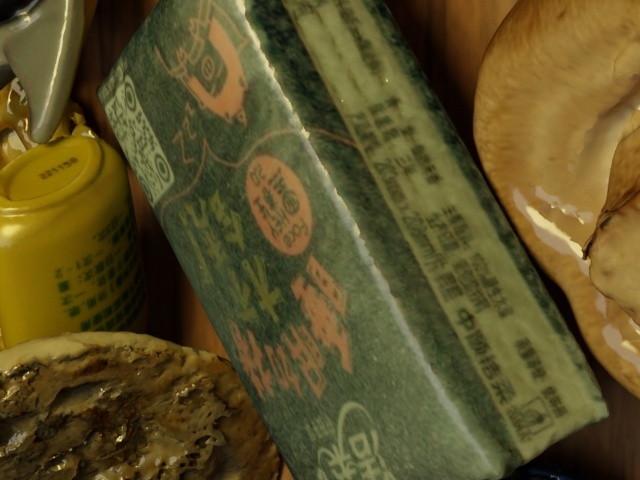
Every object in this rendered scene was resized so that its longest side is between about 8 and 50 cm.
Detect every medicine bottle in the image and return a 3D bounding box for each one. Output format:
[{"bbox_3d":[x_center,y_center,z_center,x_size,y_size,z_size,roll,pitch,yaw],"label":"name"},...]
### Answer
[{"bbox_3d":[-0.150,0.080,1.026,0.076,0.111,0.309,22,134,31],"label":"medicine bottle"}]

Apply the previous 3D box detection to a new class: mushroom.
[{"bbox_3d":[0.192,-0.021,0.762,0.278,0.146,0.278,30,135,34],"label":"mushroom"}]

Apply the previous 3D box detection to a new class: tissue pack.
[{"bbox_3d":[0.000,0.000,0.891,0.316,0.103,0.228,62,153,5],"label":"tissue pack"}]

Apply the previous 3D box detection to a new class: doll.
[{"bbox_3d":[-0.187,-0.212,0.975,0.145,0.103,0.316,14,96,4],"label":"doll"}]

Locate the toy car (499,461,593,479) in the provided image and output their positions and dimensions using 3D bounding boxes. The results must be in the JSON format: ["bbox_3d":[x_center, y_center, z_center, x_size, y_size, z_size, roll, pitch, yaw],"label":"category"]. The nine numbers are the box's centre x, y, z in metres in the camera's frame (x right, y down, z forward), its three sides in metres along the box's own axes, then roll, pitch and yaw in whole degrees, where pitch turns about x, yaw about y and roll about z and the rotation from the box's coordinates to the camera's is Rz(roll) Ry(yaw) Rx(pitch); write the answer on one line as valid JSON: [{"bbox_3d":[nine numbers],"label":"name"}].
[{"bbox_3d":[0.091,0.196,0.949,0.216,0.063,0.103,-32,85,31],"label":"toy car"}]

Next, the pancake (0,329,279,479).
[{"bbox_3d":[-0.153,0.164,1.005,0.282,0.282,0.049,-67,32,29],"label":"pancake"}]

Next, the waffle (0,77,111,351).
[{"bbox_3d":[-0.262,-0.025,1.100,0.329,0.062,0.329,6,107,18],"label":"waffle"}]
